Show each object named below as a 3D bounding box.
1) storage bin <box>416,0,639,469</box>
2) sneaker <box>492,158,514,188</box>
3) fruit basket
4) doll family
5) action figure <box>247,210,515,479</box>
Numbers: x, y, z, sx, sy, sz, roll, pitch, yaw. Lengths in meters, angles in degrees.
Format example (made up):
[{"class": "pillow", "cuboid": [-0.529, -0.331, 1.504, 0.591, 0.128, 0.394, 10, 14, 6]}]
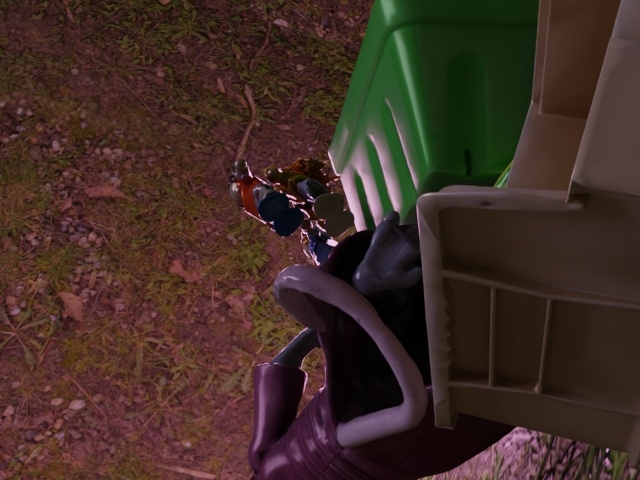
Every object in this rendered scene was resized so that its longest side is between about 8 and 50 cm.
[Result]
[{"class": "storage bin", "cuboid": [0.151, -0.051, 0.546, 0.260, 0.123, 0.262, 76, -149, -56]}, {"class": "sneaker", "cuboid": [0.189, -0.025, 0.791, 0.123, 0.109, 0.295, -75, 1, -69]}, {"class": "fruit basket", "cuboid": [0.166, -0.174, 1.046, 0.392, 0.283, 0.392, -179, 90, -82]}, {"class": "doll family", "cuboid": [0.000, 0.000, 1.106, 0.118, 0.263, 0.163, -33, 24, -11]}, {"class": "action figure", "cuboid": [0.038, 0.171, 0.792, 0.370, 0.248, 0.276, -55, -14, 29]}]
